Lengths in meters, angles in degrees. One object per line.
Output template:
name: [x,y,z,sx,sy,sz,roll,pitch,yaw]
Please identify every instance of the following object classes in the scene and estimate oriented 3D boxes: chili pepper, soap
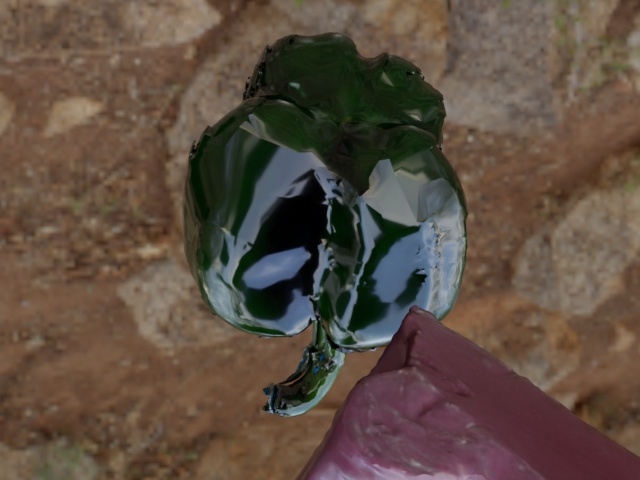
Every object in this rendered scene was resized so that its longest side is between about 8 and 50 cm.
chili pepper: [0.000,0.000,0.888,0.173,0.165,0.261,2,138,-3]
soap: [0.038,0.244,0.731,0.233,0.359,0.128,34,-158,1]
